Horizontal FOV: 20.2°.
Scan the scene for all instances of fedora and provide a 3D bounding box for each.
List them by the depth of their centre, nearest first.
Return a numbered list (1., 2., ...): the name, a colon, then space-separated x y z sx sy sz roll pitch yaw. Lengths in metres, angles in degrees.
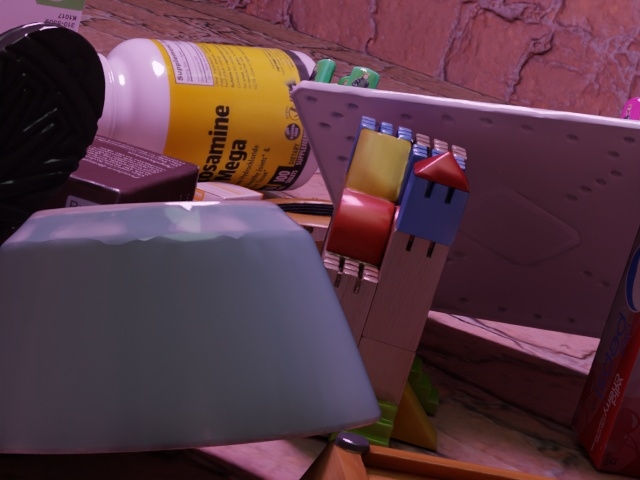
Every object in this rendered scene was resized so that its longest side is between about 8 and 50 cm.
1. fedora: 0.000 0.000 2.060 0.194 0.079 0.194 4 10 -1

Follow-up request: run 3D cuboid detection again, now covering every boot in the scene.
1. boot: -0.363 -0.071 1.475 0.260 0.348 0.131 31 -17 46

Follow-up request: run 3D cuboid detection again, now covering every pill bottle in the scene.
1. pill bottle: -0.172 -0.160 2.304 0.334 0.188 0.188 1 18 -29

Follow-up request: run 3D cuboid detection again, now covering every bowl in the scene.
1. bowl: -0.114 0.056 1.288 0.312 0.163 0.311 -2 -1 0

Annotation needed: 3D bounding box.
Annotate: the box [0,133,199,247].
1. box: -0.233 -0.002 1.618 0.168 0.167 0.203 18 13 14

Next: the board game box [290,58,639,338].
1. board game box: 0.199 -0.031 1.808 0.390 0.050 0.390 9 -31 21

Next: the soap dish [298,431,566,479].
1. soap dish: 0.121 0.225 1.139 0.291 0.118 0.229 11 13 -9

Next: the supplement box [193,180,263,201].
1. supplement box: -0.123 -0.047 2.230 0.062 0.036 0.098 20 12 26

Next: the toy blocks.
1. toy blocks: 0.053 0.014 1.623 0.191 0.261 0.381 17 14 -1

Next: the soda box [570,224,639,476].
1. soda box: 0.313 0.081 1.626 0.083 0.263 0.092 11 19 -14

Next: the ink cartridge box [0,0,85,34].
1. ink cartridge box: -0.413 -0.234 2.180 0.201 0.278 0.117 5 19 -34
